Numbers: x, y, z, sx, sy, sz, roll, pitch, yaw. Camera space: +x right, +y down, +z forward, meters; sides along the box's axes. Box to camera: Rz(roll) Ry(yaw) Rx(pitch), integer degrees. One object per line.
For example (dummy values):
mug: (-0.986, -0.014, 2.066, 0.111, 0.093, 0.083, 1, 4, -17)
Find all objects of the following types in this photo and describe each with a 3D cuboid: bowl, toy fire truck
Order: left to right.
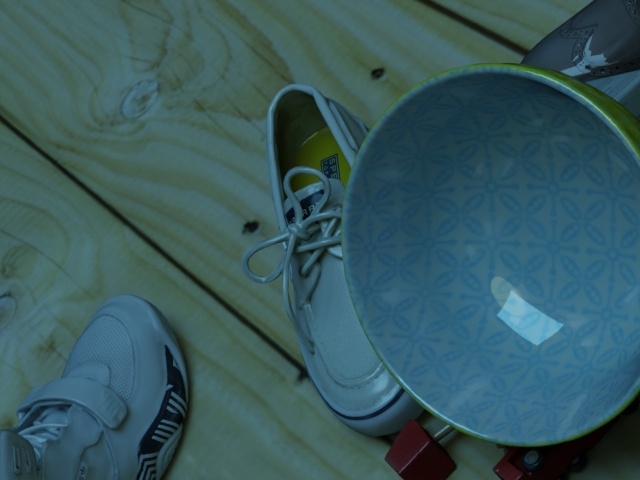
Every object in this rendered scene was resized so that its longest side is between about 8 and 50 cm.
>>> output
toy fire truck: (0.157, 0.146, 1.470, 0.192, 0.047, 0.135, -47, 40, -5)
bowl: (0.174, 0.000, 1.405, 0.289, 0.156, 0.290, 9, 106, 34)

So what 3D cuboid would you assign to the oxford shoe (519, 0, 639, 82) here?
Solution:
oxford shoe: (0.309, -0.232, 1.565, 0.363, 0.133, 0.130, -33, 46, 14)

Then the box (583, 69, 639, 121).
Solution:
box: (0.236, -0.076, 1.508, 0.087, 0.101, 0.102, -10, 15, 31)

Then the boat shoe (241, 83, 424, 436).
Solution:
boat shoe: (0.007, -0.005, 1.613, 0.135, 0.156, 0.367, -26, 47, 21)

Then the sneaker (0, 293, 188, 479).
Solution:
sneaker: (-0.244, 0.181, 1.631, 0.137, 0.210, 0.366, -8, 55, 33)
